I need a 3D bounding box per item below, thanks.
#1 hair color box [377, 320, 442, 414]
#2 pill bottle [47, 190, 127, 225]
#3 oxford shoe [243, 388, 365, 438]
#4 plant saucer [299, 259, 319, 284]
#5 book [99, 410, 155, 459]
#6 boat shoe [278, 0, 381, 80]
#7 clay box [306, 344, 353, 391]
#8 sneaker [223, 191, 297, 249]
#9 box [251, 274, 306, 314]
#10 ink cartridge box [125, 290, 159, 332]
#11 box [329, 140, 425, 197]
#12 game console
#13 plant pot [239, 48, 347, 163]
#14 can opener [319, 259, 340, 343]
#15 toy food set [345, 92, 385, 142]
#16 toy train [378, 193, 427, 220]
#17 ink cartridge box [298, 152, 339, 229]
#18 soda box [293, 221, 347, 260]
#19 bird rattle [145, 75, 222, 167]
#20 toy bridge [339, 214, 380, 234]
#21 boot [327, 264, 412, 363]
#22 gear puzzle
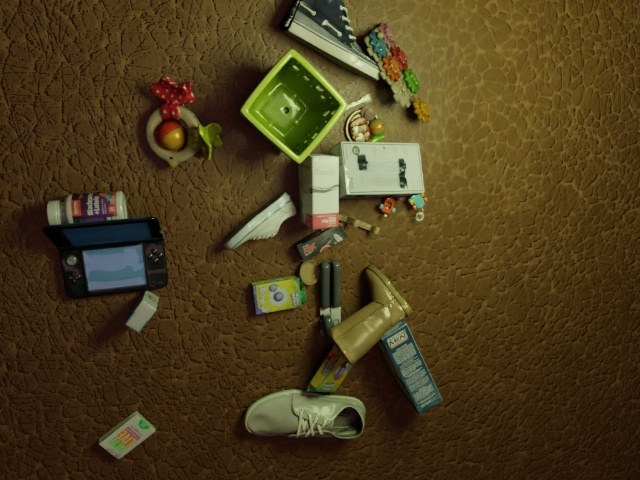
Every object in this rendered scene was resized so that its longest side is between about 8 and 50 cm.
[{"bbox_3d":[0.294,0.424,1.735,0.105,0.174,0.347,-29,108,-7],"label":"hair color box"},{"bbox_3d":[-0.653,-0.080,1.376,0.193,0.108,0.108,-6,104,-15],"label":"pill bottle"},{"bbox_3d":[-0.040,0.621,1.709,0.448,0.130,0.169,6,103,-16],"label":"oxford shoe"},{"bbox_3d":[-0.039,0.107,1.636,0.083,0.015,0.084,2,86,-38],"label":"plant saucer"},{"bbox_3d":[-0.628,0.634,1.592,0.144,0.035,0.096,-38,114,-7],"label":"book"},{"bbox_3d":[0.061,-0.619,1.449,0.340,0.127,0.158,23,101,-20],"label":"boat shoe"},{"bbox_3d":[0.051,0.447,1.702,0.222,0.053,0.127,-59,146,2],"label":"clay box"},{"bbox_3d":[-0.181,-0.042,1.530,0.258,0.094,0.091,-38,105,-6],"label":"sneaker"},{"bbox_3d":[-0.134,0.179,1.624,0.179,0.043,0.105,-10,105,-16],"label":"box"},{"bbox_3d":[-0.535,0.210,1.471,0.052,0.122,0.089,37,90,-17],"label":"ink cartridge box"},{"bbox_3d":[0.182,-0.220,1.547,0.289,0.087,0.169,-5,86,-25],"label":"box"},{"bbox_3d":[-0.597,0.053,1.389,0.292,0.173,0.250,-6,104,-14],"label":"game console"},{"bbox_3d":[-0.094,-0.381,1.418,0.228,0.207,0.227,40,89,-20],"label":"plant pot"},{"bbox_3d":[0.040,0.212,1.652,0.075,0.095,0.284,-6,111,-16],"label":"can opener"},{"bbox_3d":[0.146,-0.364,1.581,0.132,0.038,0.192,-25,108,-9],"label":"toy food set"},{"bbox_3d":[0.281,-0.129,1.674,0.166,0.046,0.125,13,100,-16],"label":"toy train"},{"bbox_3d":[-0.009,-0.158,1.520,0.092,0.158,0.218,-6,105,-18],"label":"ink cartridge box"},{"bbox_3d":[0.000,0.000,1.615,0.168,0.053,0.060,-29,109,-8],"label":"soda box"},{"bbox_3d":[-0.409,-0.323,1.388,0.207,0.143,0.253,-37,108,12],"label":"bird rattle"},{"bbox_3d":[0.106,-0.063,1.624,0.188,0.063,0.026,16,99,-29],"label":"toy bridge"},{"bbox_3d":[0.135,0.236,1.622,0.269,0.236,0.089,-35,149,-10],"label":"boot"},{"bbox_3d":[0.260,-0.513,1.527,0.339,0.044,0.175,55,44,-20],"label":"gear puzzle"}]
